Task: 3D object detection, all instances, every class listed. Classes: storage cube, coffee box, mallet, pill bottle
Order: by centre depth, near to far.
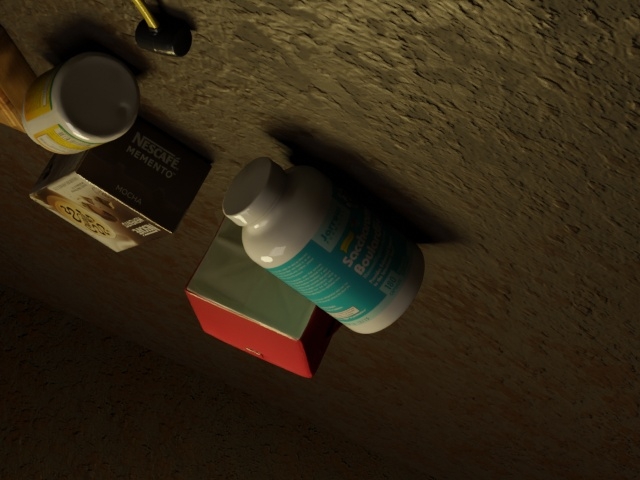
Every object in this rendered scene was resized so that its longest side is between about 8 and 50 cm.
[{"bbox_3d":[-0.196,-0.267,1.724,0.062,0.039,0.189,20,158,23],"label":"mallet"},{"bbox_3d":[0.000,0.000,2.026,0.264,0.146,0.146,36,162,-29],"label":"pill bottle"},{"bbox_3d":[-0.323,-0.175,2.053,0.117,0.117,0.208,33,163,-20],"label":"pill bottle"},{"bbox_3d":[-0.066,0.061,2.253,0.215,0.183,0.193,24,163,12],"label":"storage cube"},{"bbox_3d":[-0.298,-0.085,2.289,0.168,0.119,0.297,34,163,-17],"label":"coffee box"}]

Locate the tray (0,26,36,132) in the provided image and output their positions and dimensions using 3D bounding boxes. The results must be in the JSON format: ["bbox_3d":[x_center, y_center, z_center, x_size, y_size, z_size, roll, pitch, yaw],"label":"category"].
[{"bbox_3d":[-0.606,-0.292,2.228,0.411,0.076,0.203,22,163,17],"label":"tray"}]
